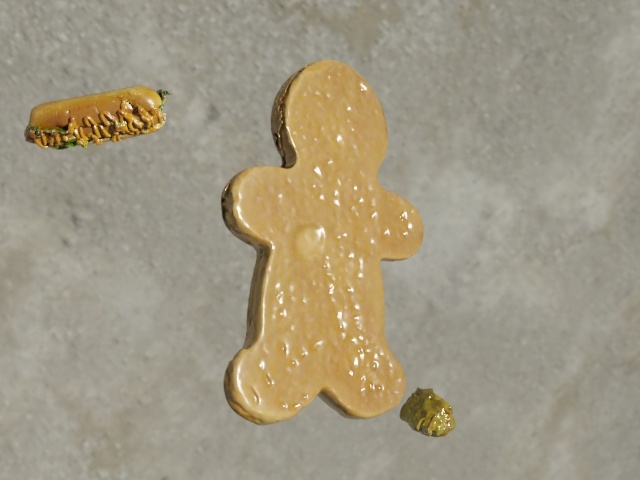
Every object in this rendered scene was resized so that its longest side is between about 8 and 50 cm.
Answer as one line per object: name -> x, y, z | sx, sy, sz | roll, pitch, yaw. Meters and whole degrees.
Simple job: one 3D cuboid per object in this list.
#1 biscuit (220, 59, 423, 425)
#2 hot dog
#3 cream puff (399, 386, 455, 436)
biscuit -> 0.000, 0.000, 1.146 | 0.216, 0.340, 0.047 | 6, 169, -35
hot dog -> -0.273, -0.147, 1.521 | 0.188, 0.055, 0.072 | -11, 144, 1
cream puff -> 0.166, 0.263, 1.882 | 0.083, 0.083, 0.058 | 8, 125, -9
